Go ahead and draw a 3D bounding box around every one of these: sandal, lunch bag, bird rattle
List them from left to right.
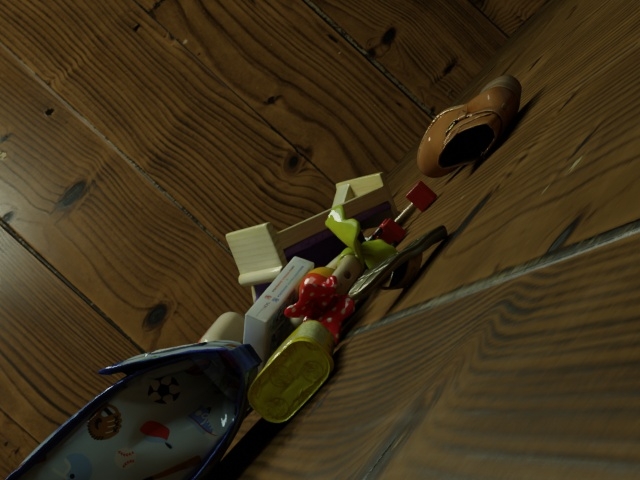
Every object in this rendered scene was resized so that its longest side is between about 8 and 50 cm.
[{"bbox_3d":[-0.254,0.293,1.589,0.385,0.239,0.328,-43,-3,-2],"label":"lunch bag"},{"bbox_3d":[0.021,0.085,1.748,0.253,0.143,0.207,-63,10,-31],"label":"bird rattle"},{"bbox_3d":[0.119,0.038,1.503,0.180,0.049,0.072,-32,1,-27],"label":"sandal"}]

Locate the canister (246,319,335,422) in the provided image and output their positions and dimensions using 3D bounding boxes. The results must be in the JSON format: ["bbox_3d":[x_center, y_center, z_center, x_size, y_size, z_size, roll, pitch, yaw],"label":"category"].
[{"bbox_3d":[-0.036,0.182,1.518,0.126,0.073,0.170,-48,1,8],"label":"canister"}]

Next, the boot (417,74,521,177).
[{"bbox_3d":[0.260,-0.174,1.977,0.283,0.109,0.220,-37,12,36],"label":"boot"}]

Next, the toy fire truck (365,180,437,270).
[{"bbox_3d":[0.136,-0.020,2.055,0.192,0.047,0.135,-47,2,36],"label":"toy fire truck"}]

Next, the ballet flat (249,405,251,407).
[{"bbox_3d":[-0.194,0.322,1.949,0.221,0.079,0.077,-47,3,15],"label":"ballet flat"}]

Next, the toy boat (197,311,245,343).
[{"bbox_3d":[-0.192,0.255,2.203,0.151,0.151,0.231,-51,0,22],"label":"toy boat"}]

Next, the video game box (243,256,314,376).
[{"bbox_3d":[-0.077,0.160,1.854,0.187,0.048,0.205,-53,-23,-50],"label":"video game box"}]

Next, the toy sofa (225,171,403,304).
[{"bbox_3d":[0.000,0.000,2.187,0.362,0.177,0.150,-25,8,-39],"label":"toy sofa"}]

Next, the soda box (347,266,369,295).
[{"bbox_3d":[0.019,0.102,2.050,0.169,0.053,0.060,-46,3,35],"label":"soda box"}]

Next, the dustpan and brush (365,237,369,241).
[{"bbox_3d":[0.018,0.067,2.529,0.211,0.060,0.147,-46,3,30],"label":"dustpan and brush"}]

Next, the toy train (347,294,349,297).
[{"bbox_3d":[-0.008,0.148,1.871,0.125,0.046,0.166,-45,4,44],"label":"toy train"}]
